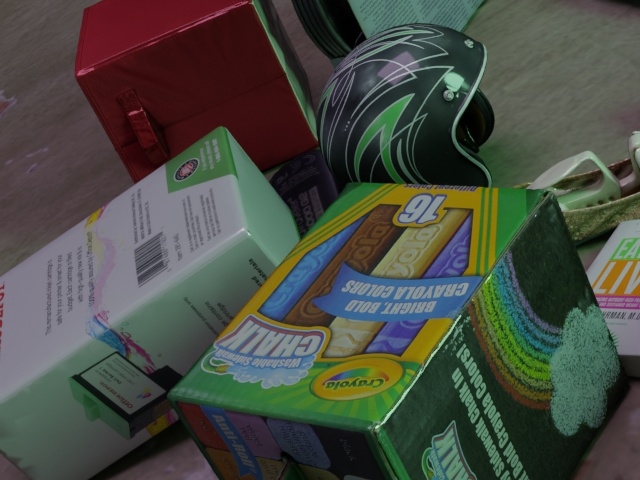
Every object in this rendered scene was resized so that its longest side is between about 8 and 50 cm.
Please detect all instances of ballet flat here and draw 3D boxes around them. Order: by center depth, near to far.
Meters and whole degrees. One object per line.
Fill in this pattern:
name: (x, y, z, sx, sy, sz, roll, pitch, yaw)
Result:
ballet flat: (0.238, -0.046, 1.147, 0.206, 0.067, 0.073, -21, 29, 10)

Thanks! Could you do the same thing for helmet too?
helmet: (0.079, -0.108, 1.278, 0.169, 0.161, 0.169, -20, 31, 13)

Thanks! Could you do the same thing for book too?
book: (0.231, 0.041, 1.062, 0.096, 0.035, 0.144, 0, 41, 46)

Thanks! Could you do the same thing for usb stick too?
usb stick: (0.000, 0.000, 1.296, 0.077, 0.045, 0.278, -32, 29, 9)

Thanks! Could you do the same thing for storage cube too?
storage cube: (-0.127, -0.172, 1.526, 0.193, 0.183, 0.215, -23, 30, 6)

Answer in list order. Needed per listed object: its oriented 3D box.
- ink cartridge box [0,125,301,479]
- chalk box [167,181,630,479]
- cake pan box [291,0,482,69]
ink cartridge box: (-0.153, 0.058, 1.221, 0.278, 0.117, 0.201, -34, 29, 9)
chalk box: (0.040, 0.118, 0.945, 0.179, 0.180, 0.289, 5, 42, 43)
cake pan box: (0.068, -0.301, 1.505, 0.070, 0.245, 0.267, -3, 39, 42)
